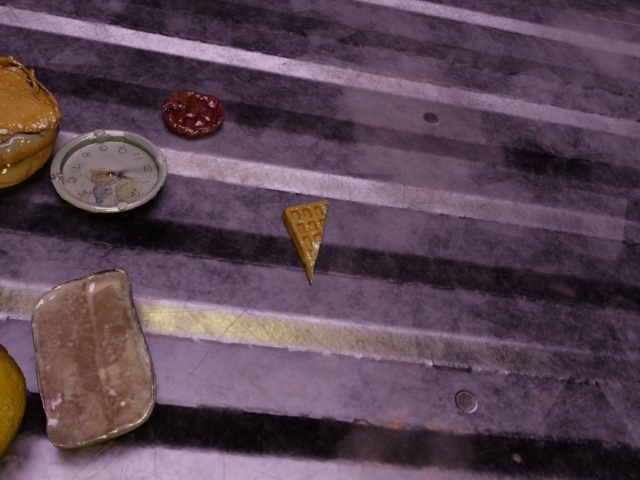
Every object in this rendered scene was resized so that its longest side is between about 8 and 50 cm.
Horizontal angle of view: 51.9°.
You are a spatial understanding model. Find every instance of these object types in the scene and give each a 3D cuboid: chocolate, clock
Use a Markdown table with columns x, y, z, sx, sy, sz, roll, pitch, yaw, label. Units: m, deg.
| x | y | z | sx | sy | sz | roll | pitch | yaw | label |
| --- | --- | --- | --- | --- | --- | --- | --- | --- | --- |
| -0.386 | 0.205 | 1.135 | 0.185 | 0.100 | 0.303 | -15 | 57 | -12 | chocolate |
| -0.447 | -0.140 | 1.398 | 0.237 | 0.053 | 0.236 | 7 | 51 | -9 | clock |

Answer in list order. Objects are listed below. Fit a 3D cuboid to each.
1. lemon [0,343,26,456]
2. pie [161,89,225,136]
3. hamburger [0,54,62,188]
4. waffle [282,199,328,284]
| x | y | z | sx | sy | sz | roll | pitch | yaw | label |
| --- | --- | --- | --- | --- | --- | --- | --- | --- | --- |
| -0.560 | 0.234 | 0.982 | 0.241 | 0.240 | 0.219 | 25 | 49 | 3 | lemon |
| -0.303 | -0.301 | 1.566 | 0.154 | 0.038 | 0.153 | 9 | 53 | -12 | pie |
| -0.683 | -0.237 | 1.340 | 0.319 | 0.158 | 0.318 | 7 | 53 | -9 | hamburger |
| 0.000 | 0.000 | 1.433 | 0.125 | 0.032 | 0.191 | -13 | 61 | -25 | waffle |
